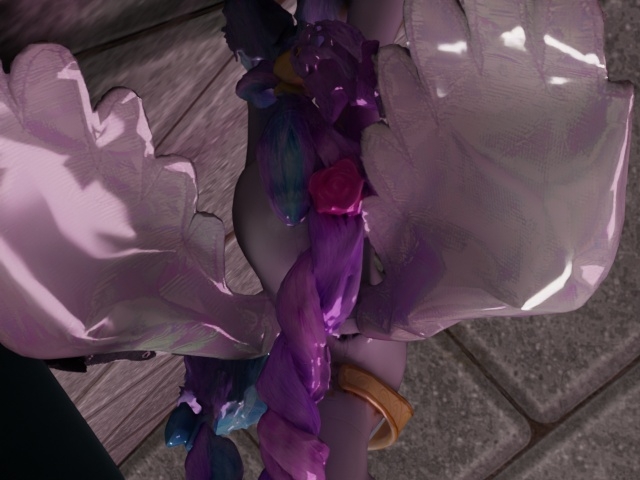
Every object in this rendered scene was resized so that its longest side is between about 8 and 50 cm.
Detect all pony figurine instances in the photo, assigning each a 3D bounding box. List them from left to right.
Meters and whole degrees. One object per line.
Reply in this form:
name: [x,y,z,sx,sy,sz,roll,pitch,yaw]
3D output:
pony figurine: [0.000,0.000,0.715,0.303,0.351,0.363,-6,-144,12]

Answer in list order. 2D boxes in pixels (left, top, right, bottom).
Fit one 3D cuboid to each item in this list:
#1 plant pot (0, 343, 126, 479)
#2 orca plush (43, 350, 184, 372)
plant pot: [-0.243,0.123,0.648,0.234,0.165,0.165,-35,177,12]
orca plush: [-0.164,0.031,1.075,0.151,0.102,0.287,3,180,21]
